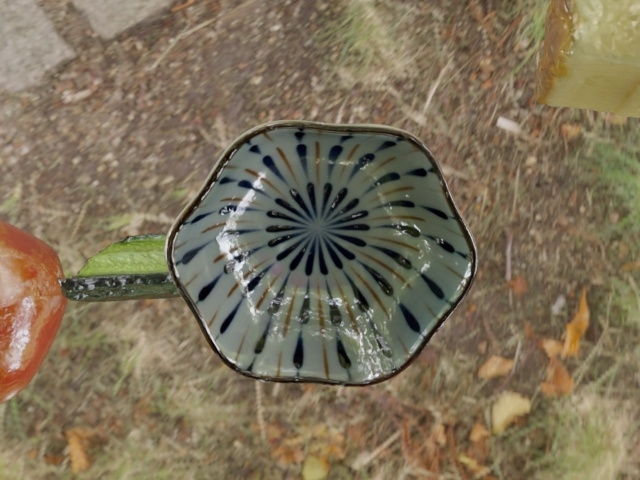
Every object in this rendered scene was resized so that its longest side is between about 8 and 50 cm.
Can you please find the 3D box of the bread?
[{"bbox_3d":[0.379,-0.303,1.474,0.207,0.279,0.279,10,82,5],"label":"bread"}]

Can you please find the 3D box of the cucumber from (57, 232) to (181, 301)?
[{"bbox_3d":[-0.145,0.026,1.181,0.220,0.070,0.046,0,133,-24],"label":"cucumber"}]

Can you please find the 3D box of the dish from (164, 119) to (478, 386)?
[{"bbox_3d":[0.000,0.000,0.781,0.191,0.066,0.190,-2,116,-4],"label":"dish"}]

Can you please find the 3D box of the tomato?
[{"bbox_3d":[-0.368,0.069,1.477,0.140,0.200,0.233,-16,84,-12],"label":"tomato"}]
